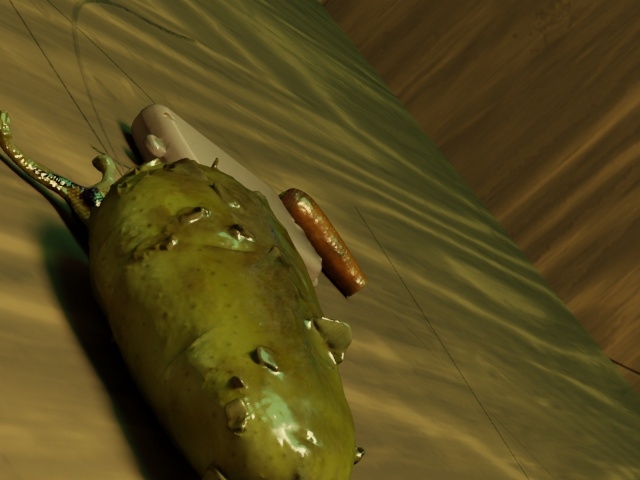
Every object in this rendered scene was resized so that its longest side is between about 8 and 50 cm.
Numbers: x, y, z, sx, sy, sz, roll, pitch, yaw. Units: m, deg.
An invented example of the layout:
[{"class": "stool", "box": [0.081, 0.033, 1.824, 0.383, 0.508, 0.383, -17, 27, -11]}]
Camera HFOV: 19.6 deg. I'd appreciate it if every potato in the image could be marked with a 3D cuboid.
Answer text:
[{"class": "potato", "box": [-0.042, 0.045, 0.836, 0.117, 0.090, 0.225, 23, 27, -35]}]

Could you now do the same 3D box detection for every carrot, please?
[{"class": "carrot", "box": [0.000, 0.000, 1.366, 0.093, 0.032, 0.032, 50, 10, -9]}]

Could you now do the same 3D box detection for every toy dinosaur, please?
[{"class": "toy dinosaur", "box": [-0.097, -0.002, 0.943, 0.180, 0.037, 0.058, 41, 34, -4]}]

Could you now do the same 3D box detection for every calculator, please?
[{"class": "calculator", "box": [-0.059, -0.025, 1.188, 0.175, 0.032, 0.100, 37, 15, -48]}]
